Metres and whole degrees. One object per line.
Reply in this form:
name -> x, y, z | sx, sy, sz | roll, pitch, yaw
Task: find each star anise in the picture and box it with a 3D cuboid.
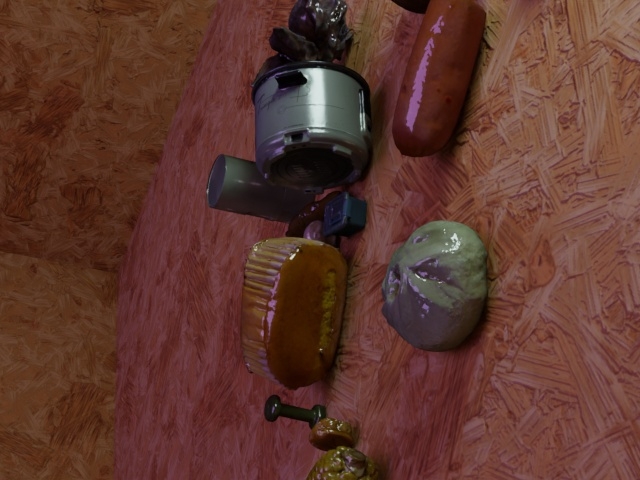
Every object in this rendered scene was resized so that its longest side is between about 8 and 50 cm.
star anise -> -0.029, -0.396, 1.775 | 0.332, 0.117, 0.332 | -50, -24, -32

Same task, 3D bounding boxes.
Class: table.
table -> -0.135, -0.113, 1.858 | 0.126, 0.219, 0.126 | -40, 44, 54

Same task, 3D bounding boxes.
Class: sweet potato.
sweet potato -> -0.012, -0.053, 1.737 | 0.274, 0.067, 0.067 | -38, 44, 55

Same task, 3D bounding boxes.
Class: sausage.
sausage -> 0.187, -0.259, 1.325 | 0.113, 0.113, 0.259 | 29, 103, 67

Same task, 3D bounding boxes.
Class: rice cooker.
rice cooker -> -0.017, -0.235, 1.631 | 0.241, 0.280, 0.227 | -10, 65, 18

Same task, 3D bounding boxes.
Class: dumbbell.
dumbbell -> -0.048, 0.327, 1.549 | 0.046, 0.117, 0.052 | -51, 32, 40

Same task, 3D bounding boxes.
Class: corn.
corn -> -0.003, 0.491, 1.364 | 0.120, 0.120, 0.363 | -117, 43, -57

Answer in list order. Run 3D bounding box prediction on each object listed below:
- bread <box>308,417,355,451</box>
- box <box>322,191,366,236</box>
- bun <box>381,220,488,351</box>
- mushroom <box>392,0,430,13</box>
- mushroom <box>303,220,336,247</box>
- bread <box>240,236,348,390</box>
bread -> 0.020, 0.343, 1.438 | 0.083, 0.081, 0.046 | -11, 53, 31
box -> 0.049, -0.046, 1.604 | 0.099, 0.054, 0.074 | -30, 50, 61
bun -> 0.161, 0.062, 1.205 | 0.195, 0.118, 0.195 | -49, 32, 46
mushroom -> 0.187, -0.541, 1.405 | 0.297, 0.163, 0.278 | 122, 150, -41
mushroom -> 0.000, 0.000, 1.682 | 0.083, 0.067, 0.084 | 2, -90, -80
bread -> -0.044, 0.140, 1.574 | 0.156, 0.204, 0.288 | 8, 88, 46
